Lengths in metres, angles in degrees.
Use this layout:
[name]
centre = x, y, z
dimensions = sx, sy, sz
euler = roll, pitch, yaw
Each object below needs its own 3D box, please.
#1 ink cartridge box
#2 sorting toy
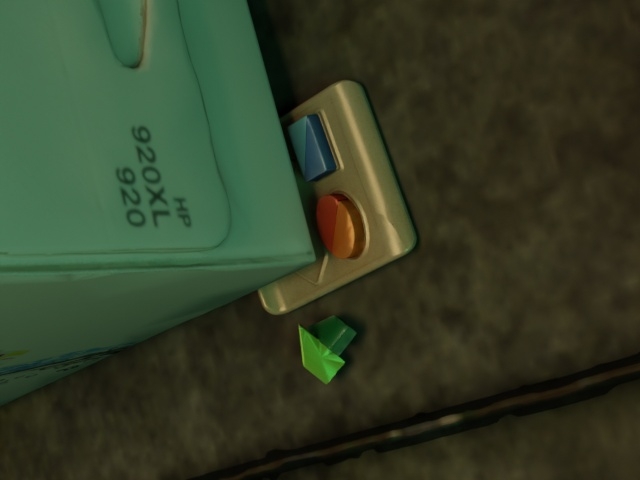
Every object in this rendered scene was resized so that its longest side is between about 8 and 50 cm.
[ink cartridge box]
centre = -0.153, -0.033, 0.482
dimensions = 0.232, 0.168, 0.171
euler = -26, 75, 39
[sorting toy]
centre = 0.000, 0.000, 0.467
dimensions = 0.062, 0.012, 0.083
euler = -27, 77, 37
